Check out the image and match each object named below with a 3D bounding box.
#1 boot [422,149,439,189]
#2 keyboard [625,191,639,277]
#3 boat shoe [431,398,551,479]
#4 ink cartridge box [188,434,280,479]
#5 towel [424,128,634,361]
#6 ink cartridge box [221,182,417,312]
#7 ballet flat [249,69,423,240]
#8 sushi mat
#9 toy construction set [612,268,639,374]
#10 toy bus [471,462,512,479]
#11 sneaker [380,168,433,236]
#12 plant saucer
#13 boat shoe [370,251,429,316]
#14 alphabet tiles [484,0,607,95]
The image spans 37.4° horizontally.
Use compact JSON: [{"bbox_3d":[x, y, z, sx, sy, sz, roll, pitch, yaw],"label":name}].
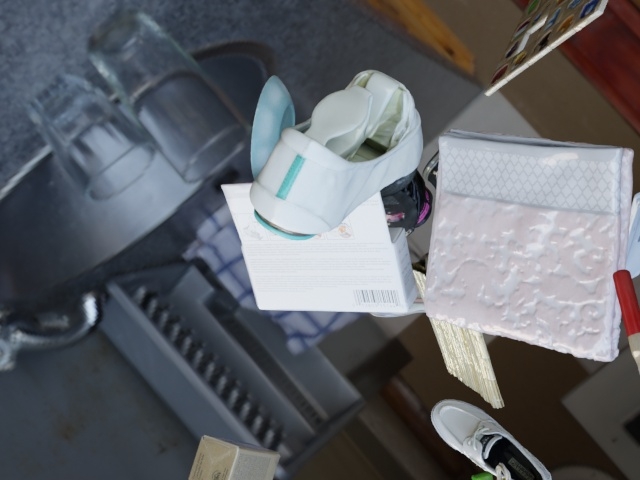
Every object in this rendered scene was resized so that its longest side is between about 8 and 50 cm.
[{"bbox_3d":[0.286,-0.084,1.744,0.085,0.178,0.236,-48,161,2],"label":"boot"},{"bbox_3d":[0.525,-0.005,1.564,0.072,0.014,0.256,-30,146,-18],"label":"keyboard"},{"bbox_3d":[0.322,0.393,1.807,0.096,0.267,0.088,-47,156,-6],"label":"boat shoe"},{"bbox_3d":[-0.184,0.503,1.814,0.193,0.088,0.235,38,67,-63],"label":"ink cartridge box"},{"bbox_3d":[0.304,-0.001,1.432,0.332,0.317,0.053,12,-166,43],"label":"towel"},{"bbox_3d":[0.000,0.000,1.631,0.296,0.261,0.066,-1,-151,26],"label":"ink cartridge box"},{"bbox_3d":[0.046,-0.127,1.105,0.139,0.139,0.400,-46,179,32],"label":"ballet flat"},{"bbox_3d":[0.253,0.179,1.740,0.019,0.151,0.316,-38,133,-16],"label":"sushi mat"},{"bbox_3d":[0.517,0.101,1.120,0.257,0.237,0.309,18,147,-41],"label":"toy construction set"},{"bbox_3d":[0.325,0.435,1.452,0.104,0.191,0.202,-12,161,-13],"label":"toy bus"},{"bbox_3d":[0.136,-0.116,1.820,0.483,0.202,0.185,122,-7,-83],"label":"sneaker"},{"bbox_3d":[-0.076,-0.191,1.666,0.195,0.037,0.195,10,90,-78],"label":"plant saucer"},{"bbox_3d":[0.251,0.088,2.057,0.324,0.116,0.123,-7,-157,-7],"label":"boat shoe"},{"bbox_3d":[0.284,-0.279,1.045,0.237,0.009,0.198,-33,-156,59],"label":"alphabet tiles"}]
